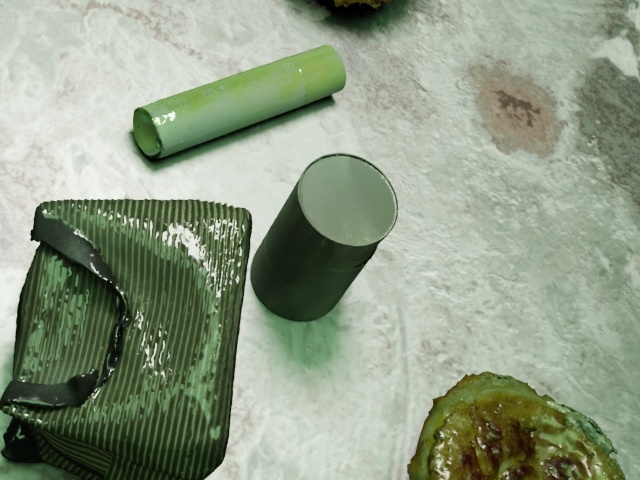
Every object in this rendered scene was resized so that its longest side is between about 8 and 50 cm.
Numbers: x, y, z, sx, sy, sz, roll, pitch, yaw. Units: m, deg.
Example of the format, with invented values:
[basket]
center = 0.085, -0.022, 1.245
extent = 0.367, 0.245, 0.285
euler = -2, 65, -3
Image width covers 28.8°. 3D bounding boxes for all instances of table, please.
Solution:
[table]
center = 0.000, 0.000, 1.532
extent = 0.126, 0.220, 0.126
euler = 8, 61, -14

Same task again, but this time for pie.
[pie]
center = 0.238, 0.323, 1.526
extent = 0.288, 0.103, 0.354
euler = 14, 59, -19

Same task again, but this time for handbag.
[handbag]
center = -0.221, 0.110, 1.385
extent = 0.240, 0.247, 0.340
euler = 10, 69, -13

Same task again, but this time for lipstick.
[lipstick]
center = -0.106, -0.188, 1.671
extent = 0.304, 0.076, 0.076
euler = -22, 74, -26

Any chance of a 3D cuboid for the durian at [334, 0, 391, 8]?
[durian]
center = 0.004, -0.429, 1.814
extent = 0.341, 0.112, 0.191
euler = 25, 68, 4
